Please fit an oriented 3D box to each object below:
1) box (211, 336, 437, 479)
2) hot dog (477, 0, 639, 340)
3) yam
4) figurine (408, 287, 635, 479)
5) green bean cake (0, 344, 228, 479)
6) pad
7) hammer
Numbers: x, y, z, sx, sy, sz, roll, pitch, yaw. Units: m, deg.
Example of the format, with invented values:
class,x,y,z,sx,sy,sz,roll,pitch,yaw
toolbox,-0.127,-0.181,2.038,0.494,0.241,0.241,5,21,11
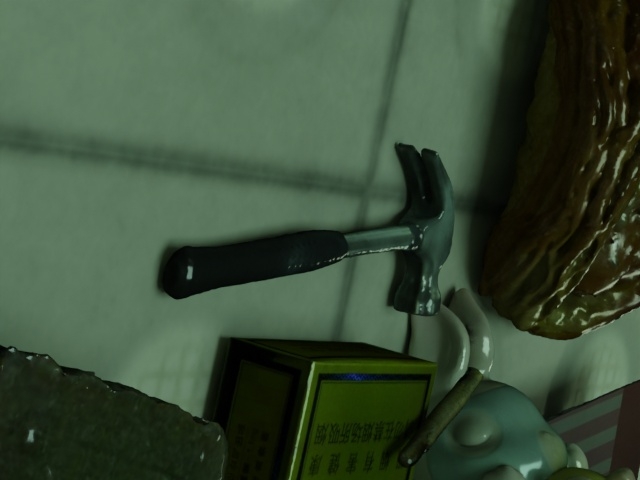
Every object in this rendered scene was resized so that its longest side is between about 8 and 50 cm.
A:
class,x,y,z,sx,sy,sz,roll,pitch,yaw
box,-0.013,0.166,0.997,0.141,0.064,0.220,6,96,-59
hot dog,0.192,-0.055,1.170,0.175,0.114,0.259,3,99,-55
yam,0.070,0.102,1.033,0.107,0.014,0.014,-43,135,-53
figurine,0.112,0.155,1.108,0.127,0.155,0.235,-5,102,-41
green bean cake,-0.139,0.135,0.771,0.181,0.094,0.173,31,76,-55
pad,0.170,0.254,1.287,0.202,0.005,0.299,-14,116,-51
hammer,0.000,0.000,0.989,0.246,0.029,0.103,-6,107,-54
